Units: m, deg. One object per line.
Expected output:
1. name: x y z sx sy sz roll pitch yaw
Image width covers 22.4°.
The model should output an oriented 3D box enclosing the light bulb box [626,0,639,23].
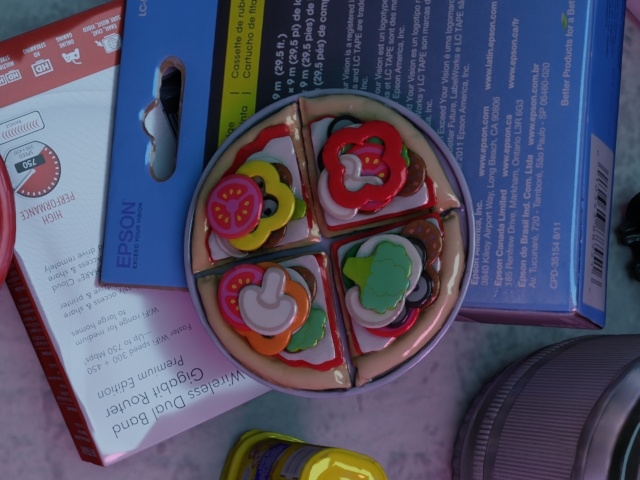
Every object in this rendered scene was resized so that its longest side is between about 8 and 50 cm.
1. light bulb box: 0.394 -0.332 1.301 0.358 0.225 0.361 47 73 -12

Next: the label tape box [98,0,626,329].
1. label tape box: 0.030 -0.071 1.103 0.333 0.106 0.240 3 84 21

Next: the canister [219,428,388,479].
1. canister: -0.019 0.202 1.140 0.073 0.170 0.126 18 80 -18

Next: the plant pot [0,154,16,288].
1. plant pot: -0.305 -0.008 1.051 0.191 0.174 0.191 2 85 -19

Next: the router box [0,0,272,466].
1. router box: -0.074 -0.041 1.186 0.335 0.082 0.301 -24 94 -20

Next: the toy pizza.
1. toy pizza: 0.000 0.000 1.031 0.201 0.032 0.201 -3 82 20

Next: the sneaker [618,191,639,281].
1. sneaker: 0.350 0.074 1.321 0.135 0.097 0.276 -19 91 -18

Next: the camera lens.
1. camera lens: 0.239 0.177 1.178 0.219 0.274 0.219 1 86 -19
